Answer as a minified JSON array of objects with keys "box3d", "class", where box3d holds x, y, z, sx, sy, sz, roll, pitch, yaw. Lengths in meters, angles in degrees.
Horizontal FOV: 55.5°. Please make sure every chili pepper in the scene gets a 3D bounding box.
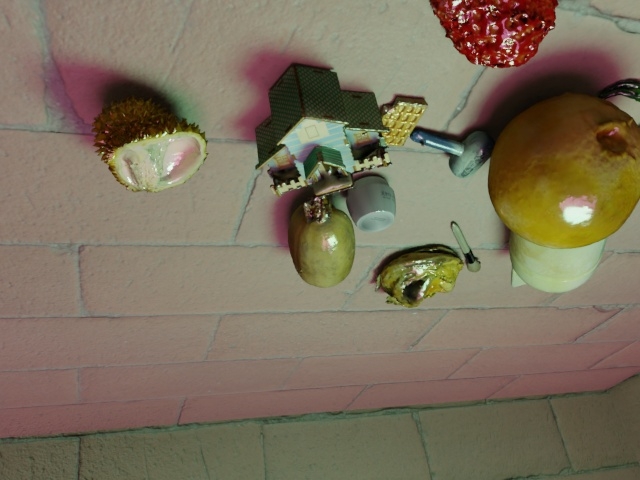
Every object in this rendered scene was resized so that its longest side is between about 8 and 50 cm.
[{"box3d":[0.651,-0.314,1.299,0.118,0.035,0.055,-10,132,-9],"class":"chili pepper"}]

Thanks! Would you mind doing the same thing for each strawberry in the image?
[{"box3d":[0.294,-0.367,1.031,0.237,0.111,0.190,12,145,-31],"class":"strawberry"}]

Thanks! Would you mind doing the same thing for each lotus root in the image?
[{"box3d":[0.000,0.000,1.481,0.151,0.169,0.342,-47,158,-21],"class":"lotus root"}]

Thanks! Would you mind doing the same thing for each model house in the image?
[{"box3d":[-0.009,-0.208,1.144,0.271,0.178,0.206,-12,147,9],"class":"model house"}]

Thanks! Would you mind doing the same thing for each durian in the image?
[{"box3d":[-0.318,-0.182,1.129,0.183,0.138,0.249,-38,161,-12],"class":"durian"}]

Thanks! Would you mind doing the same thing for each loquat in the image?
[{"box3d":[0.509,-0.143,1.271,0.329,0.328,0.328,-8,149,-5],"class":"loquat"}]

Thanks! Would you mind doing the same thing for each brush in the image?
[{"box3d":[0.425,0.021,1.774,0.042,0.039,0.299,18,161,32],"class":"brush"}]

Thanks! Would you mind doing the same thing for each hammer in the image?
[{"box3d":[0.282,-0.206,1.343,0.194,0.069,0.116,13,143,-21],"class":"hammer"}]

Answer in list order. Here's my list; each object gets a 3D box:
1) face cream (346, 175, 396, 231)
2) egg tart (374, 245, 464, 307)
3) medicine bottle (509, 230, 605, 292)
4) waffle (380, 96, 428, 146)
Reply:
[{"box3d":[0.121,-0.086,1.438,0.117,0.104,0.117,-7,149,-4],"class":"face cream"},{"box3d":[0.304,0.132,1.837,0.297,0.132,0.297,-11,154,-5],"class":"egg tart"},{"box3d":[0.623,0.004,1.610,0.236,0.235,0.406,-14,148,6],"class":"medicine bottle"},{"box3d":[0.158,-0.246,1.270,0.092,0.021,0.135,1,147,-19],"class":"waffle"}]
